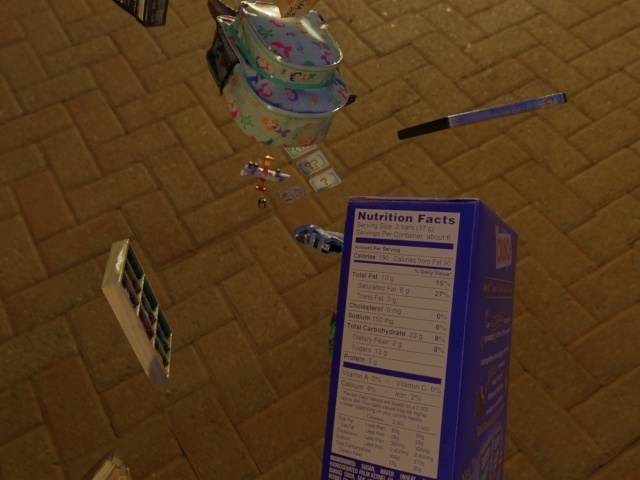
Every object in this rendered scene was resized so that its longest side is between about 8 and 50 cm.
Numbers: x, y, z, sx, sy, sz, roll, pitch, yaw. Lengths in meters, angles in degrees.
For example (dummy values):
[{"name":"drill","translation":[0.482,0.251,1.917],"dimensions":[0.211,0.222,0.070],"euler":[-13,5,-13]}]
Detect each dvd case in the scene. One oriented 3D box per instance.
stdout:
[{"name":"dvd case","translation":[0.292,-0.227,1.103],"dimensions":[0.253,0.180,0.022],"euler":[-15,97,-19]}]

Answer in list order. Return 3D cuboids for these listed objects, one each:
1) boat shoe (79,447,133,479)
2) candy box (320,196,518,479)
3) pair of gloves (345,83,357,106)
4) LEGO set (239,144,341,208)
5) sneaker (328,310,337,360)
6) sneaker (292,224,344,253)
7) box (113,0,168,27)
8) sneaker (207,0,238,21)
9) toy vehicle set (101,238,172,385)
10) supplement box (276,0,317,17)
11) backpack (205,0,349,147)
[{"name":"boat shoe","translation":[-0.370,0.448,1.021],"dimensions":[0.122,0.341,0.110],"euler":[-41,90,-8]},{"name":"candy box","translation":[0.108,0.130,0.574],"dimensions":[0.122,0.268,0.317],"euler":[5,87,25]},{"name":"pair of gloves","translation":[0.048,-0.371,1.542],"dimensions":[0.074,0.083,0.010],"euler":[-25,54,28]},{"name":"LEGO set","translation":[-0.093,-0.164,1.612],"dimensions":[0.244,0.182,0.060],"euler":[-23,38,21]},{"name":"sneaker","translation":[0.177,0.198,1.229],"dimensions":[0.344,0.134,0.146],"euler":[-16,32,22]},{"name":"sneaker","translation":[0.000,0.000,1.514],"dimensions":[0.144,0.053,0.059],"euler":[11,30,-7]},{"name":"box","translation":[-0.345,-0.537,1.106],"dimensions":[0.175,0.220,0.051],"euler":[40,43,19]},{"name":"sneaker","translation":[-0.225,-0.583,1.602],"dimensions":[0.071,0.188,0.066],"euler":[-50,39,-11]},{"name":"toy vehicle set","translation":[-0.371,0.148,1.233],"dimensions":[0.035,0.266,0.166],"euler":[-16,33,-2]},{"name":"supplement box","translation":[-0.033,-0.312,0.675],"dimensions":[0.036,0.062,0.098],"euler":[-16,88,-25]},{"name":"backpack","translation":[-0.069,-0.300,1.092],"dimensions":[0.225,0.191,0.253],"euler":[-7,66,-33]}]
